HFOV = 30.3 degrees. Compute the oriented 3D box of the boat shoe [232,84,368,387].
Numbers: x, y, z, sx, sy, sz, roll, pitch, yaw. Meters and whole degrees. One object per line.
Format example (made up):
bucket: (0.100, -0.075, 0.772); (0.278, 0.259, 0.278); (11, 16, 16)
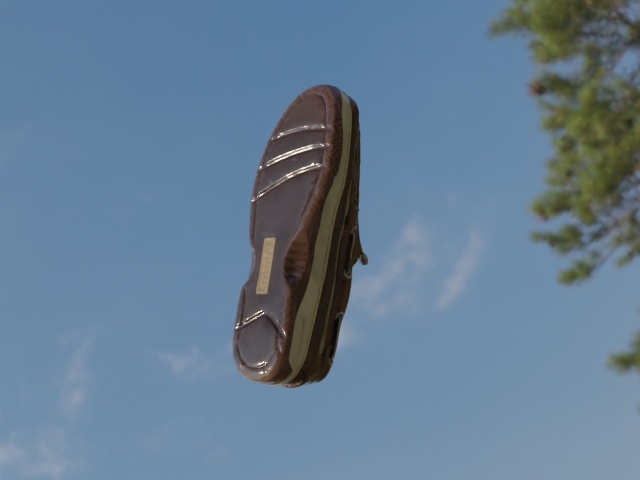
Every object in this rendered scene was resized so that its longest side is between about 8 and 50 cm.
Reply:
boat shoe: (-0.006, -0.001, 1.012); (0.095, 0.095, 0.257); (19, -96, -45)
